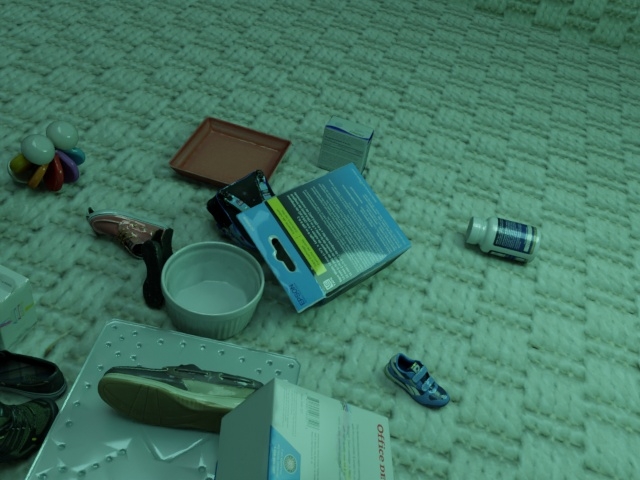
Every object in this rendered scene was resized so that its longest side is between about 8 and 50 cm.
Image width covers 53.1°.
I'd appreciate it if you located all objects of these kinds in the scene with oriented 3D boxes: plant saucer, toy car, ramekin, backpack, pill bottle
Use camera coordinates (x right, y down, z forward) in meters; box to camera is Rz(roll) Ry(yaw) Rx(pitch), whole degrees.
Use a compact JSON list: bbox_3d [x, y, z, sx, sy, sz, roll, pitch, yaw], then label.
[{"bbox_3d":[-0.237,-0.219,1.720,0.259,0.047,0.259,18,44,6],"label":"plant saucer"},{"bbox_3d":[-0.646,-0.190,1.543,0.136,0.159,0.182,50,45,-10],"label":"toy car"},{"bbox_3d":[-0.225,0.110,1.326,0.207,0.109,0.207,7,42,-7],"label":"ramekin"},{"bbox_3d":[-0.164,-0.056,1.513,0.158,0.117,0.173,-36,92,-37],"label":"backpack"},{"bbox_3d":[0.459,-0.008,1.618,0.170,0.094,0.094,14,43,2],"label":"pill bottle"}]

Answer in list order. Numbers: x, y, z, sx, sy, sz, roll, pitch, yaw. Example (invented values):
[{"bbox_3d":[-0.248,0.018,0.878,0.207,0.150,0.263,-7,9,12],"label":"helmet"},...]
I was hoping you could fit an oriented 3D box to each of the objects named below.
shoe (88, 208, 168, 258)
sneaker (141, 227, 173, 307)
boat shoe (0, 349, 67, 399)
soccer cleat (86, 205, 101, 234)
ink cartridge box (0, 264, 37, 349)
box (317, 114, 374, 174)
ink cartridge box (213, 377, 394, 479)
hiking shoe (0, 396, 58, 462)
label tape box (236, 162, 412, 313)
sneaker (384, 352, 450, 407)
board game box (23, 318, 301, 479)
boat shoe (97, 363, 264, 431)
[{"bbox_3d":[-0.431,-0.013,1.433,0.178,0.063,0.081,12,40,-18],"label":"shoe"},{"bbox_3d":[-0.343,0.056,1.376,0.051,0.170,0.089,-7,-4,14],"label":"sneaker"},{"bbox_3d":[-0.571,0.229,1.145,0.229,0.076,0.080,15,43,2],"label":"boat shoe"},{"bbox_3d":[-0.518,-0.046,1.479,0.029,0.035,0.083,-23,53,-32],"label":"soccer cleat"},{"bbox_3d":[-0.609,0.116,1.206,0.092,0.143,0.090,22,44,11],"label":"ink cartridge box"},{"bbox_3d":[0.069,-0.254,1.759,0.126,0.137,0.072,20,43,9],"label":"box"},{"bbox_3d":[-0.024,0.355,1.006,0.233,0.168,0.171,27,41,-25],"label":"ink cartridge box"},{"bbox_3d":[-0.505,0.300,1.025,0.086,0.114,0.227,41,26,13],"label":"hiking shoe"},{"bbox_3d":[0.000,0.000,1.437,0.348,0.115,0.249,-28,79,-33],"label":"label tape box"},{"bbox_3d":[0.195,0.278,1.280,0.144,0.059,0.053,32,44,19],"label":"sneaker"},{"bbox_3d":[-0.256,0.336,1.123,0.390,0.050,0.389,12,42,0],"label":"board game box"},{"bbox_3d":[-0.231,0.261,1.103,0.286,0.102,0.092,12,37,-6],"label":"boat shoe"}]
